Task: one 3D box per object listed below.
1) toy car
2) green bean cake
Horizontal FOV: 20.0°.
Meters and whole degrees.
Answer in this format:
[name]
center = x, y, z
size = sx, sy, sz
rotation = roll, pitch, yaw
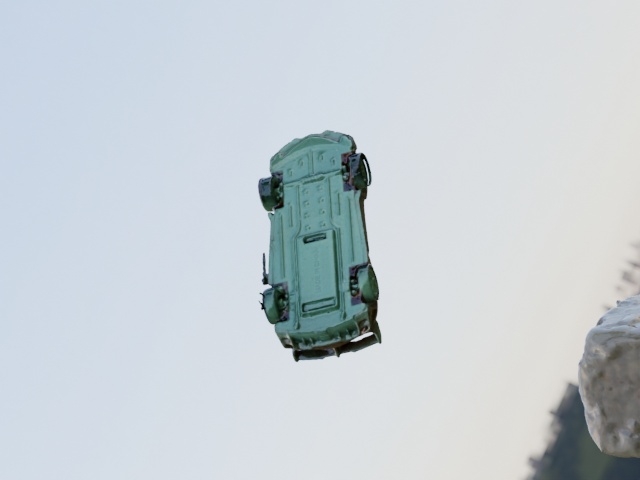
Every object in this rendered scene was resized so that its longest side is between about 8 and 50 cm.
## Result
[toy car]
center = 0.000, 0.000, 0.924
size = 0.035, 0.059, 0.122
rotation = 53, -152, -52
[green bean cake]
center = 0.254, 0.076, 1.077
size = 0.109, 0.179, 0.085
rotation = -27, -70, -52
